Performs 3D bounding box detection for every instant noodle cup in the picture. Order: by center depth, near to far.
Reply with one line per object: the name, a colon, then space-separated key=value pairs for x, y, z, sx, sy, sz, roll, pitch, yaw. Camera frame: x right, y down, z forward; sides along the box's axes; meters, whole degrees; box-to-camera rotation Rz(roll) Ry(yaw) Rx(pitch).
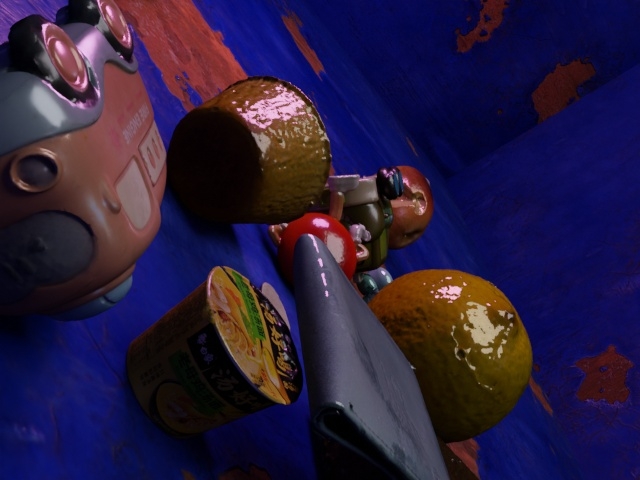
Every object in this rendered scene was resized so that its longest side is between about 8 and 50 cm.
instant noodle cup: x=-0.105 y=0.118 z=0.814 sx=0.151 sy=0.122 sz=0.151 roll=51 pitch=16 yaw=-20

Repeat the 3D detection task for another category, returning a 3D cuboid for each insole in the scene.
insole: x=-0.057 y=0.130 z=1.143 sx=0.063 sy=0.010 sz=0.192 roll=43 pitch=21 yaw=-43

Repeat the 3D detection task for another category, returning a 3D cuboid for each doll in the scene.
doll: x=0.000 y=0.000 z=1.328 sx=0.183 sy=0.085 sz=0.217 roll=-1 pitch=76 yaw=-23
doll: x=0.119 y=0.114 z=1.619 sx=0.159 sy=0.059 sz=0.158 roll=40 pitch=24 yaw=-45

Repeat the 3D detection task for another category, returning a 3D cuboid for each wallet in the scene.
wallet: x=0.057 y=0.162 z=0.932 sx=0.290 sy=0.054 sz=0.251 roll=52 pitch=17 yaw=-37

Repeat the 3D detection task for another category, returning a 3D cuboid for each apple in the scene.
apple: x=0.176 y=-0.072 z=1.948 sx=0.199 sy=0.199 sz=0.199 roll=52 pitch=17 yaw=-23

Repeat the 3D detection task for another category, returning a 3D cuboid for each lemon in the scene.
lemon: x=0.181 y=0.177 z=1.281 sx=0.293 sy=0.293 sz=0.293 roll=52 pitch=17 yaw=-23

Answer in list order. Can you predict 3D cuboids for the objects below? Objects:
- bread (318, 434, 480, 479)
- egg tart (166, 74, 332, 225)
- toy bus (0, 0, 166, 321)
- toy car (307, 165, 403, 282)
bread: x=0.141 y=0.350 z=1.152 sx=0.416 sy=0.113 sz=0.165 roll=49 pitch=19 yaw=-36
egg tart: x=-0.105 y=-0.116 z=1.135 sx=0.215 sy=0.215 sz=0.171 roll=60 pitch=29 yaw=4
toy bus: x=-0.229 y=-0.057 z=0.682 sx=0.287 sy=0.194 sz=0.232 roll=-91 pitch=158 yaw=-63
toy car: x=0.055 y=-0.022 z=1.506 sx=0.248 sy=0.204 sz=0.198 roll=-23 pitch=104 yaw=-76
